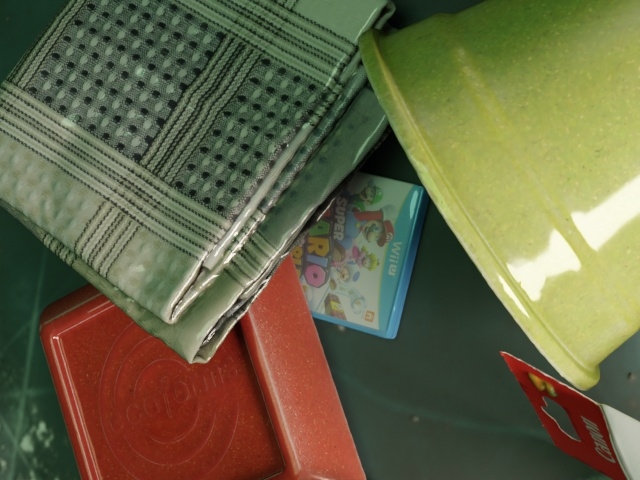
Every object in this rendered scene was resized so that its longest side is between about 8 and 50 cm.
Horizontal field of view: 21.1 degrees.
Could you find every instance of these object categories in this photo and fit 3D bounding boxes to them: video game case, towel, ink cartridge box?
[{"bbox_3d":[0.000,0.000,1.342,0.166,0.015,0.119,14,91,32],"label":"video game case"},{"bbox_3d":[-0.109,-0.106,1.351,0.324,0.056,0.312,35,83,29],"label":"towel"},{"bbox_3d":[0.213,0.171,1.090,0.224,0.181,0.056,26,74,31],"label":"ink cartridge box"}]

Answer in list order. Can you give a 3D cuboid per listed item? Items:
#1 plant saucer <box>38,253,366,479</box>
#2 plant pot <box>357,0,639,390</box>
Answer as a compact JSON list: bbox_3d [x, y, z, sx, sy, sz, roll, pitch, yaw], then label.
[{"bbox_3d":[-0.113,0.126,1.367,0.258,0.047,0.259,-27,72,29],"label":"plant saucer"},{"bbox_3d":[0.205,-0.086,1.101,0.254,0.276,0.276,-33,68,13],"label":"plant pot"}]
